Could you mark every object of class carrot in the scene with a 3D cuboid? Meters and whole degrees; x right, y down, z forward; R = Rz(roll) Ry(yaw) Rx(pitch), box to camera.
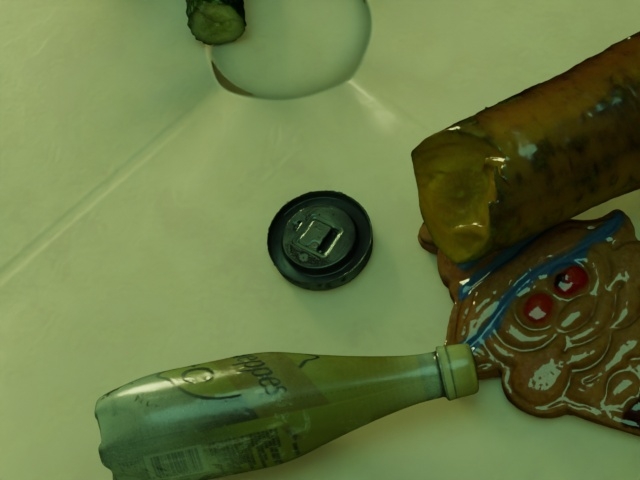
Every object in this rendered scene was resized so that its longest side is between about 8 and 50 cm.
[{"bbox_3d":[0.215,-0.087,1.016,0.301,0.114,0.114,-24,59,-14],"label":"carrot"}]

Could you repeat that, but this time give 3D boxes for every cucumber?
[{"bbox_3d":[-0.096,-0.263,1.220,0.058,0.058,0.187,-9,60,5],"label":"cucumber"}]

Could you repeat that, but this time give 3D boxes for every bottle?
[{"bbox_3d":[-0.022,0.115,0.976,0.269,0.083,0.083,-12,59,3],"label":"bottle"}]

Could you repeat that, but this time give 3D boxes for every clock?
[{"bbox_3d":[0.000,0.000,1.076,0.085,0.017,0.085,-4,60,8],"label":"clock"}]

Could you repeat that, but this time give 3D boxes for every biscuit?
[{"bbox_3d":[0.183,0.057,1.003,0.183,0.043,0.280,-45,60,-12],"label":"biscuit"}]
